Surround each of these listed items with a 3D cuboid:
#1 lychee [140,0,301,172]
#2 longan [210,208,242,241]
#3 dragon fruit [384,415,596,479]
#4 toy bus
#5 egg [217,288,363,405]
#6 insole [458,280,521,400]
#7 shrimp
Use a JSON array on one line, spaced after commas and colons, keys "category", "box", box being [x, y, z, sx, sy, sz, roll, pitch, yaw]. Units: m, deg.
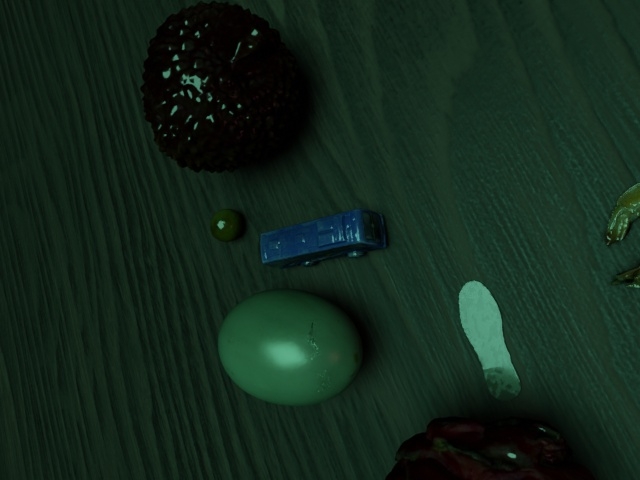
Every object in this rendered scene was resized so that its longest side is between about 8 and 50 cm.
[{"category": "lychee", "box": [-0.189, -0.282, 0.872, 0.330, 0.306, 0.305, -33, 70, 55]}, {"category": "longan", "box": [-0.207, -0.036, 0.999, 0.075, 0.075, 0.083, -51, 24, 19]}, {"category": "dragon fruit", "box": [0.220, 0.386, 0.585, 0.330, 0.329, 0.328, -1, 87, 31]}, {"category": "toy bus", "box": [-0.001, 0.003, 0.851, 0.237, 0.094, 0.079, -13, 81, 30]}, {"category": "egg", "box": [-0.058, 0.188, 0.814, 0.283, 0.203, 0.202, 2, 89, 35]}, {"category": "insole", "box": [0.271, 0.159, 0.733, 0.065, 0.006, 0.193, -23, 77, 28]}, {"category": "shrimp", "box": [0.459, -0.012, 0.611, 0.187, 0.052, 0.132, -52, 46, 13]}]
